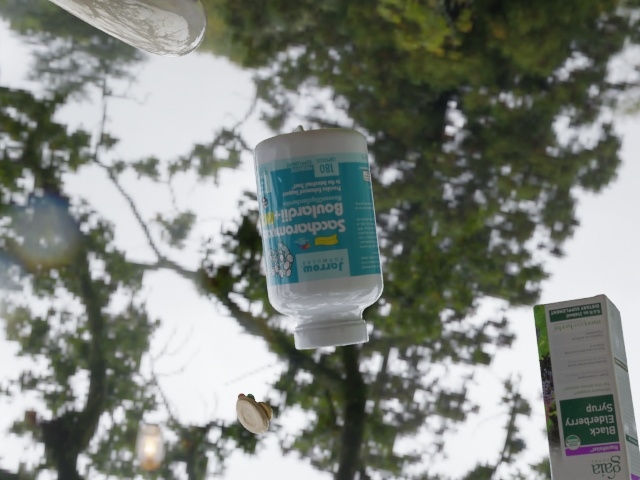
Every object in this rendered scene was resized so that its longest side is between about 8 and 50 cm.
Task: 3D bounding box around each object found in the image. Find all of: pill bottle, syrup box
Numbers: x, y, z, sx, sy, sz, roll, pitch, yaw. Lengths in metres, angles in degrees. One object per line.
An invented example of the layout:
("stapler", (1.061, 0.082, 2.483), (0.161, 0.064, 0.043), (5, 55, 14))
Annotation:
("pill bottle", (0.000, 0.000, 1.419), (0.146, 0.264, 0.146), (-7, 177, 0))
("syrup box", (0.331, 0.196, 1.402), (0.093, 0.237, 0.096), (-11, 159, 23))

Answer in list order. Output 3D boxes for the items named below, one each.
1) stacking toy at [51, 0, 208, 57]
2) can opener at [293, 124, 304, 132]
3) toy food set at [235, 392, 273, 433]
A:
("stacking toy", (-0.037, -0.256, 0.520), (0.141, 0.330, 0.141), (32, -172, -5))
("can opener", (-0.008, -0.087, 1.652), (0.093, 0.074, 0.280), (14, -156, -14))
("toy food set", (-0.124, 0.315, 2.072), (0.082, 0.083, 0.020), (33, -136, 25))
